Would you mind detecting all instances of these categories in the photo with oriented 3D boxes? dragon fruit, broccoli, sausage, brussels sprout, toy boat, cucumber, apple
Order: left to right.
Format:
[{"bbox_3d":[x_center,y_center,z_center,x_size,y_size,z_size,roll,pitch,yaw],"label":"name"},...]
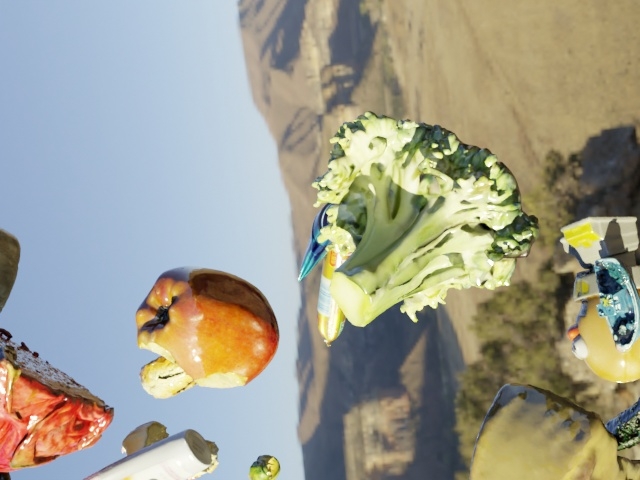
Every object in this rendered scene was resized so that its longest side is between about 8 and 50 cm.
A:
[{"bbox_3d":[-0.473,0.244,1.544,0.302,0.330,0.240,-27,52,49],"label":"dragon fruit"},{"bbox_3d":[-0.139,0.102,1.188,0.156,0.147,0.158,48,-177,41],"label":"apple"},{"bbox_3d":[-0.095,0.370,1.551,0.051,0.046,0.083,-56,-16,3],"label":"brussels sprout"},{"bbox_3d":[0.035,0.083,2.180,0.082,0.082,0.371,-93,9,-64],"label":"sausage"},{"bbox_3d":[0.102,-0.009,1.063,0.243,0.247,0.263,-44,-51,-38],"label":"broccoli"},{"bbox_3d":[0.430,0.091,1.403,0.060,0.061,0.137,-13,92,55],"label":"toy boat"},{"bbox_3d":[0.598,0.333,1.794,0.303,0.072,0.081,106,174,-56],"label":"cucumber"}]

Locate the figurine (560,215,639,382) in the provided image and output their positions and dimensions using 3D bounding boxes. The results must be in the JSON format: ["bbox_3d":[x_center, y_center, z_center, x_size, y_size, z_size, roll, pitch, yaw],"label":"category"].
[{"bbox_3d":[0.517,0.109,1.714,0.342,0.167,0.284,7,-109,-56],"label":"figurine"}]

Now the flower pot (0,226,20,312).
[{"bbox_3d":[-0.856,0.040,2.116,0.330,0.294,0.293,22,-125,-35],"label":"flower pot"}]

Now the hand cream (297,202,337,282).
[{"bbox_3d":[0.000,0.000,1.987,0.270,0.061,0.120,119,171,-69],"label":"hand cream"}]

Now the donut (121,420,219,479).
[{"bbox_3d":[-0.254,0.348,1.558,0.166,0.108,0.065,30,-137,-45],"label":"donut"}]

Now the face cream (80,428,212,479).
[{"bbox_3d":[-0.256,0.342,1.408,0.084,0.198,0.057,49,-161,-34],"label":"face cream"}]

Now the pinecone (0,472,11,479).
[{"bbox_3d":[-0.762,0.530,1.735,0.398,0.398,0.397,-7,-90,-88],"label":"pinecone"}]

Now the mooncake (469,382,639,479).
[{"bbox_3d":[0.484,0.464,1.908,0.246,0.394,0.393,22,115,40],"label":"mooncake"}]

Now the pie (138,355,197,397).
[{"bbox_3d":[-0.250,0.261,2.060,0.308,0.308,0.085,76,172,-78],"label":"pie"}]
